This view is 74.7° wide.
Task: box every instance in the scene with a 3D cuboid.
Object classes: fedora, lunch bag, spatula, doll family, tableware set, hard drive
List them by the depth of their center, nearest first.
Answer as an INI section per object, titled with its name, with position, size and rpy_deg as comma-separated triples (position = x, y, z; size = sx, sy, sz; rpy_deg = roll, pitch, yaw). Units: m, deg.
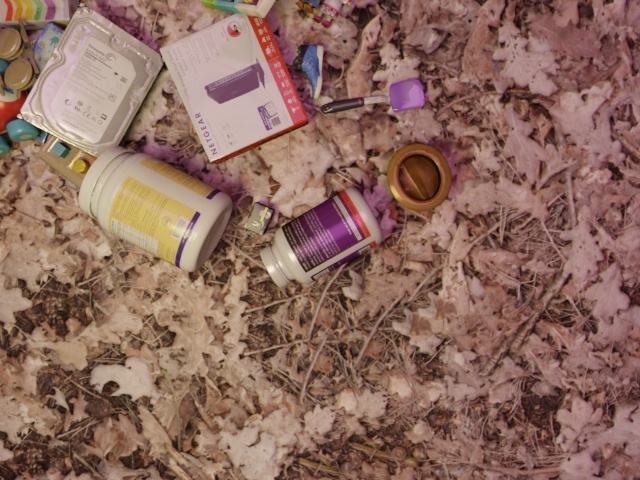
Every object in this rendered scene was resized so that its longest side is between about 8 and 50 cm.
[tableware set]
position = -0.808, -0.477, 1.117
size = 0.128, 0.039, 0.194
rpy_deg = -28, 76, 6
[hard drive]
position = -0.606, -0.413, 1.131
size = 0.236, 0.064, 0.339
rpy_deg = 30, 87, -28
[doll family]
position = -0.031, -0.717, 1.133
size = 0.262, 0.118, 0.163
rpy_deg = 27, 95, -3
[lunch bag]
position = -0.719, -0.493, 1.164
size = 0.128, 0.096, 0.151
rpy_deg = 33, 85, -4
[fedora]
position = 0.279, -0.178, 1.209
size = 0.194, 0.079, 0.195
rpy_deg = 0, 90, 3
[spatula]
position = 0.147, -0.403, 1.210
size = 0.296, 0.030, 0.084
rpy_deg = -9, 95, 1

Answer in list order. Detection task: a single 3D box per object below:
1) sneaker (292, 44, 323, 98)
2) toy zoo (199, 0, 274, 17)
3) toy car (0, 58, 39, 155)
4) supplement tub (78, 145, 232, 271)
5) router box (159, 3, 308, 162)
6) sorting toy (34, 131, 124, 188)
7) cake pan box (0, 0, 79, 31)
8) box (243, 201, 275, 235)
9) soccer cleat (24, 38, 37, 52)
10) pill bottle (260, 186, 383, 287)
[sneaker]
position = -0.037, -0.478, 1.186
size = 0.084, 0.058, 0.152
rpy_deg = 2, 91, -6
[toy zoo]
position = -0.181, -0.689, 1.096
size = 0.293, 0.030, 0.193
rpy_deg = 27, 92, 32
[toy car]
position = -0.922, -0.361, 1.092
size = 0.210, 0.238, 0.220
rpy_deg = -22, 92, 9
[supplement tub]
position = -0.433, -0.086, 1.133
size = 0.331, 0.241, 0.241
rpy_deg = 27, 95, -3
[router box]
position = -0.234, -0.428, 1.179
size = 0.300, 0.082, 0.336
rpy_deg = -24, 95, 2
[sorting toy]
position = -0.695, -0.263, 1.211
size = 0.347, 0.047, 0.196
rpy_deg = 38, 94, -4
[cake pan box]
position = -0.802, -0.725, 1.156
size = 0.245, 0.070, 0.267
rpy_deg = -1, 95, -2
[box]
position = -0.178, -0.065, 1.231
size = 0.062, 0.052, 0.083
rpy_deg = 24, 96, -3
[soccer cleat]
position = -0.806, -0.559, 1.191
size = 0.083, 0.029, 0.035
rpy_deg = -44, 98, 8
[pill bottle]
position = 0.000, 0.000, 1.173
size = 0.322, 0.181, 0.182
rpy_deg = -30, 95, 2
